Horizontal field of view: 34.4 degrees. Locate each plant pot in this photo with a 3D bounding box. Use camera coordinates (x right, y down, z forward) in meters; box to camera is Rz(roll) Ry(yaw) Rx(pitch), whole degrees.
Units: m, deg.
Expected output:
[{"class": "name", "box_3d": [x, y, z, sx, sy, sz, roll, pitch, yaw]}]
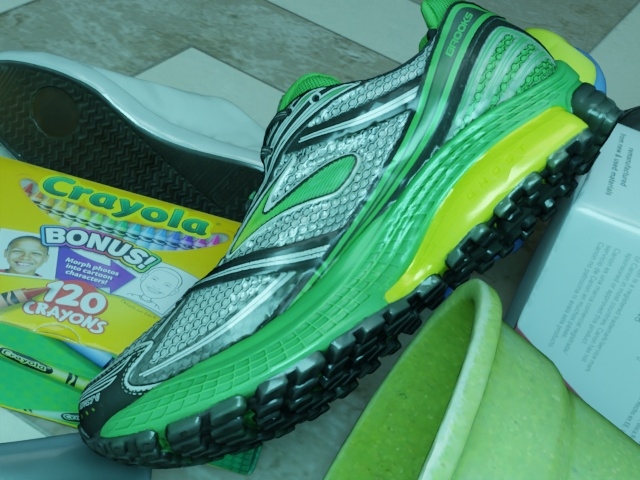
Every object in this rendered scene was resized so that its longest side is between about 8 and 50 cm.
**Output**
[{"class": "plant pot", "box_3d": [0.114, 0.200, 0.492, 0.254, 0.276, 0.276, 30, 38, 0]}]

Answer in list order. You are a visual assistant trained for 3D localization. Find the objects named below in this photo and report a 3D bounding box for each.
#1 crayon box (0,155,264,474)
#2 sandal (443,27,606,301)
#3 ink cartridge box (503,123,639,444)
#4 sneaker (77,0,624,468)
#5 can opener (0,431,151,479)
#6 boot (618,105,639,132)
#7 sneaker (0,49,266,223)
[{"class": "crayon box", "box_3d": [-0.155, 0.042, 0.716, 0.279, 0.081, 0.165, 15, 37, 0]}, {"class": "sandal", "box_3d": [0.105, -0.041, 0.771, 0.138, 0.317, 0.126, 36, 57, -12]}, {"class": "ink cartridge box", "box_3d": [0.284, 0.084, 0.701, 0.306, 0.226, 0.131, 22, 38, 7]}, {"class": "sneaker", "box_3d": [0.000, 0.000, 0.592, 0.343, 0.134, 0.146, -40, 73, -9]}, {"class": "can opener", "box_3d": [-0.231, 0.160, 0.564, 0.281, 0.074, 0.093, -9, 78, -26]}, {"class": "boot", "box_3d": [0.251, -0.081, 0.865, 0.229, 0.091, 0.263, -13, 10, 44]}, {"class": "sneaker", "box_3d": [-0.147, -0.086, 0.884, 0.290, 0.105, 0.123, 24, 26, 0]}]
